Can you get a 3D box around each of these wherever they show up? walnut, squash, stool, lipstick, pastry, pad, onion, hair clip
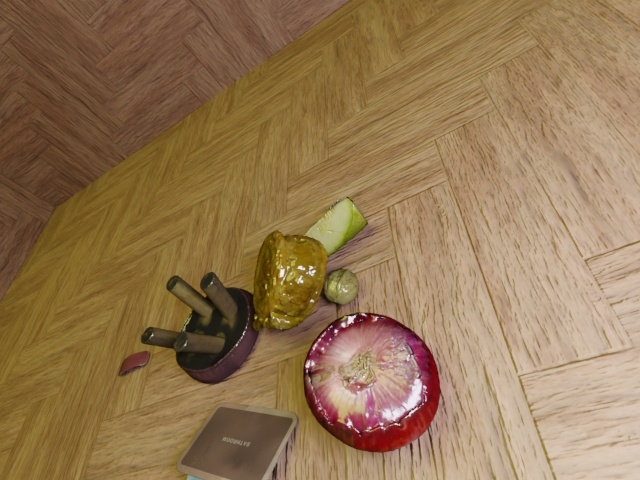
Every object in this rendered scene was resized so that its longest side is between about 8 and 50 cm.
[{"bbox_3d":[0.047,0.106,0.957,0.092,0.092,0.092,-24,43,24],"label":"walnut"},{"bbox_3d":[0.000,0.000,1.069,0.252,0.093,0.169,-37,-5,8],"label":"squash"},{"bbox_3d":[-0.308,0.216,1.092,0.272,0.178,0.272,-23,45,25],"label":"stool"},{"bbox_3d":[-0.155,0.498,0.801,0.274,0.061,0.068,-6,49,39],"label":"lipstick"},{"bbox_3d":[-0.075,0.098,0.996,0.240,0.132,0.235,145,130,-63],"label":"pastry"},{"bbox_3d":[-0.181,0.427,0.884,0.266,0.002,0.176,-9,30,36],"label":"pad"},{"bbox_3d":[0.090,0.243,0.737,0.248,0.161,0.248,-15,56,24],"label":"onion"},{"bbox_3d":[-0.596,0.388,1.316,0.137,0.022,0.054,-26,39,22],"label":"hair clip"}]
